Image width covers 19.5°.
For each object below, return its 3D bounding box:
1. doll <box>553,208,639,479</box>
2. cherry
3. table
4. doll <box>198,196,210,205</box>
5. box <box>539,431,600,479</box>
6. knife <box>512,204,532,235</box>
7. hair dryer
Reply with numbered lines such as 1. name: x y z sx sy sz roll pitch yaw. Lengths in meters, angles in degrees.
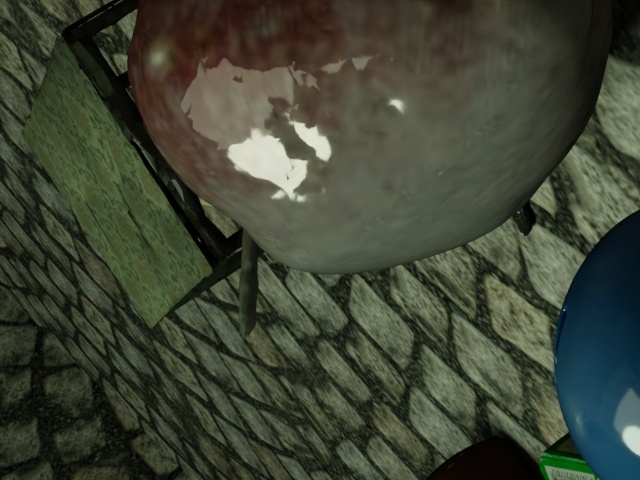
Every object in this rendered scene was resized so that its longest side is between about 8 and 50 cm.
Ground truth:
1. doll: 0.290 0.085 1.202 0.310 0.240 0.284 -161 76 -66
2. cherry: 0.048 -0.125 1.269 0.335 0.291 0.326 -12 148 26
3. table: -0.069 -0.108 1.580 0.222 0.272 0.335 57 163 0
4. doll: -0.114 -0.165 1.880 0.271 0.144 0.208 45 141 7
5. box: 0.296 0.173 1.452 0.103 0.180 0.250 58 163 -10
6. knife: 0.117 -0.092 1.610 0.222 0.021 0.045 52 165 -6
7. hair dryer: 0.207 0.335 1.917 0.340 0.312 0.123 -4 127 44
